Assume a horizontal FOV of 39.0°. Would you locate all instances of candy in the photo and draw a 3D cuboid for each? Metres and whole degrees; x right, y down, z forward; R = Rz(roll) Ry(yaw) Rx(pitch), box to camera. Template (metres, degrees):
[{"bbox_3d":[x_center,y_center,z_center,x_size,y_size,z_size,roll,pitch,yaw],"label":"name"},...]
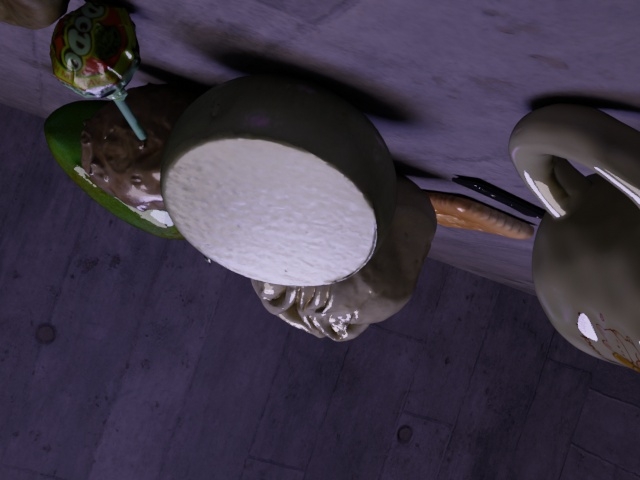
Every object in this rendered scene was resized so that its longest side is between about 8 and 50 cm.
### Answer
[{"bbox_3d":[-0.212,-0.163,0.957,0.083,0.091,0.305,28,171,5],"label":"candy"}]

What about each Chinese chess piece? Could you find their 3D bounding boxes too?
[{"bbox_3d":[-0.043,-0.058,0.954,0.250,0.101,0.250,11,141,9],"label":"Chinese chess piece"}]

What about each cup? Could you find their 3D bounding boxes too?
[{"bbox_3d":[0.272,-0.009,0.706,0.173,0.255,0.202,-24,-168,-14],"label":"cup"}]

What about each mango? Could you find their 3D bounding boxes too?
[{"bbox_3d":[-0.307,-0.128,1.597,0.381,0.225,0.201,23,140,-30],"label":"mango"}]

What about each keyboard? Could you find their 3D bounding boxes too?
[{"bbox_3d":[0.244,-0.056,1.206,0.155,0.010,0.053,20,179,-35],"label":"keyboard"}]

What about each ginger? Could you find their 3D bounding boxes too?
[{"bbox_3d":[-0.143,-0.113,1.187,0.375,0.176,0.256,15,-166,36],"label":"ginger"}]

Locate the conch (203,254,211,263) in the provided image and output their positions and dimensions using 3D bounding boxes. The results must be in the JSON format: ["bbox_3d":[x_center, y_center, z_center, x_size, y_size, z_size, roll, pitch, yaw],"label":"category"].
[{"bbox_3d":[-0.137,-0.090,1.388,0.137,0.114,0.234,44,-144,-1],"label":"conch"}]

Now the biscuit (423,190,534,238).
[{"bbox_3d":[0.218,-0.044,1.476,0.160,0.030,0.249,20,178,-27],"label":"biscuit"}]

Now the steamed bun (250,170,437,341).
[{"bbox_3d":[-0.001,0.003,1.327,0.203,0.276,0.289,18,-174,-31],"label":"steamed bun"}]

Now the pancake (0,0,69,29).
[{"bbox_3d":[-0.366,-0.258,0.804,0.294,0.050,0.294,19,180,0],"label":"pancake"}]
